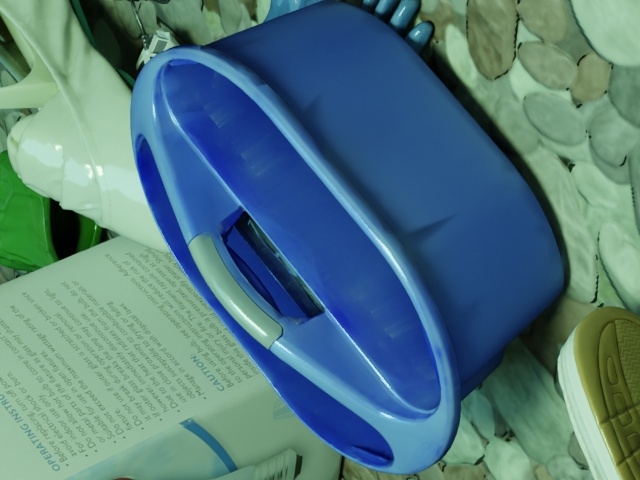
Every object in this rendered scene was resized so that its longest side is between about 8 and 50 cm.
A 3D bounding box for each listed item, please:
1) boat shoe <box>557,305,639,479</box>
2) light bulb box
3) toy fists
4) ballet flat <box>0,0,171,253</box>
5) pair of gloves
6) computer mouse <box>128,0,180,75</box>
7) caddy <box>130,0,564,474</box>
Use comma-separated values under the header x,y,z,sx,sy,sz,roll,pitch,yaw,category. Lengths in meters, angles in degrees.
x,y,z,sx,sy,sz,roll,pitch,yaw,category
0.215,0.177,1.001,0.096,0.098,0.277,-29,87,58,boat shoe
-0.189,0.213,1.376,0.225,0.361,0.358,41,141,35,light bulb box
-0.280,0.037,1.652,0.142,0.096,0.279,11,119,42,toy fists
-0.230,-0.118,1.376,0.400,0.139,0.139,57,149,32,ballet flat
0.012,-0.149,1.155,0.198,0.023,0.159,50,146,25,pair of gloves
-0.126,-0.143,1.348,0.106,0.042,0.193,-7,102,59,computer mouse
0.000,0.000,1.101,0.341,0.179,0.241,50,149,14,caddy
